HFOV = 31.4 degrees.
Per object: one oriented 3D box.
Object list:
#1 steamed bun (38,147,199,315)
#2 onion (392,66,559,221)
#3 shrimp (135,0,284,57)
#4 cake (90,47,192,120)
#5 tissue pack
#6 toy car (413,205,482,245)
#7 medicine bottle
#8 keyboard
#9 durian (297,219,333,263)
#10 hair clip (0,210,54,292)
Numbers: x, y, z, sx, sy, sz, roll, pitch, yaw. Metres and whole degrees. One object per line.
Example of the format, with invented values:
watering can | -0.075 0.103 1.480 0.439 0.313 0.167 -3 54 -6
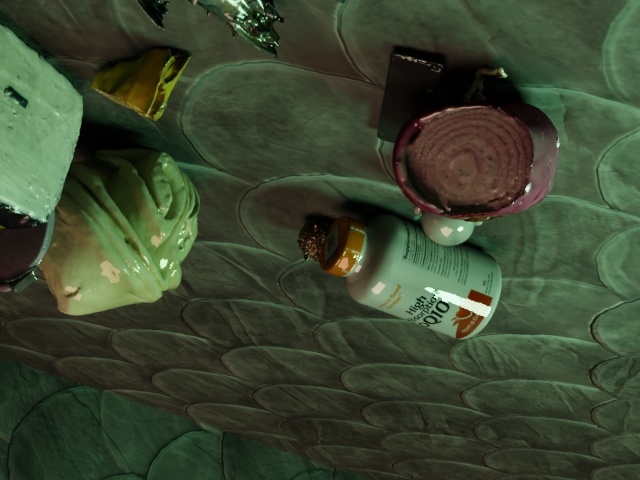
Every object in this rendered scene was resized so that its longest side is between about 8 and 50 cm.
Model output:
steamed bun | -0.326 -0.039 1.788 0.276 0.289 0.203 37 131 30
onion | 0.205 -0.105 1.476 0.207 0.201 0.200 -33 141 15
shrimp | -0.174 -0.304 1.329 0.178 0.075 0.289 1 157 46
cake | -0.252 -0.233 1.581 0.079 0.116 0.185 28 -175 -25
tissue pack | -0.596 -0.163 1.645 0.416 0.253 0.264 1 157 29
toy car | 0.193 -0.049 1.692 0.112 0.112 0.139 11 159 4
medicine bottle | 0.146 0.052 1.902 0.288 0.157 0.157 21 157 -21
keyboard | 0.119 -0.186 1.521 0.072 0.023 0.231 17 158 6
durian | 0.000 0.000 1.967 0.080 0.080 0.091 8 146 11
hair clip | -0.458 -0.070 1.719 0.110 0.359 0.096 -11 135 -11
